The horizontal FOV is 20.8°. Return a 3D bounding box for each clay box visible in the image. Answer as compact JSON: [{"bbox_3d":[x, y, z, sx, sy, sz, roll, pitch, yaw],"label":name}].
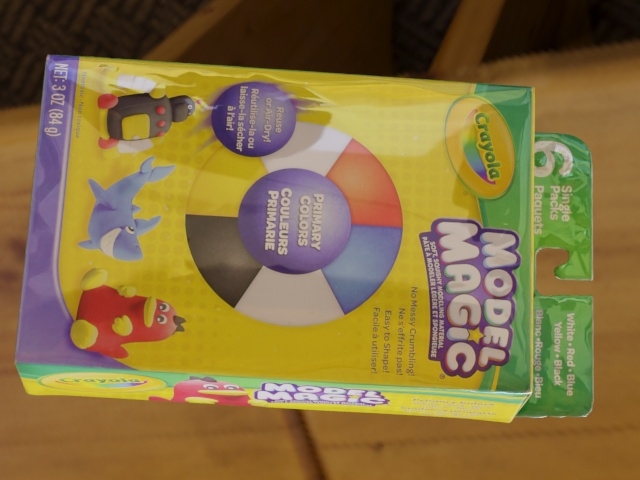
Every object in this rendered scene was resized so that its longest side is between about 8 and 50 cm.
[{"bbox_3d":[0.000,0.000,0.678,0.222,0.127,0.053,3,161,-2],"label":"clay box"}]
